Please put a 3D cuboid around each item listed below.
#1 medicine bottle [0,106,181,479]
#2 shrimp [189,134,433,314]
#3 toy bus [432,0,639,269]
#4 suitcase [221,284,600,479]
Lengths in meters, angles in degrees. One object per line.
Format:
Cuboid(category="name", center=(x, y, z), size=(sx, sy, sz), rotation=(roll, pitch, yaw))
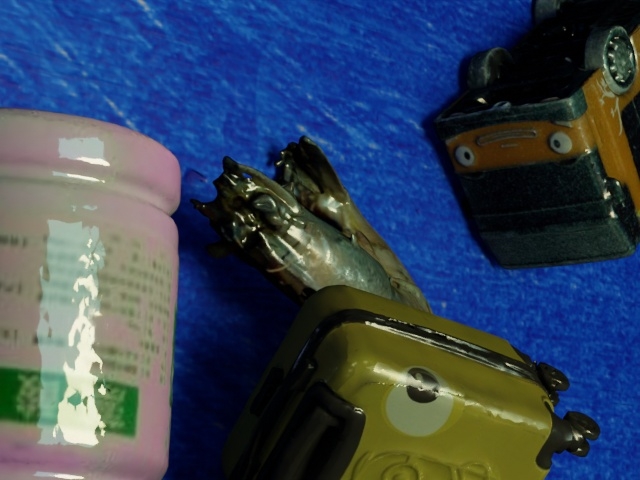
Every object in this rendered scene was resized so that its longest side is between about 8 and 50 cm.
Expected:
Cuboid(category="medicine bottle", center=(-0.197, 0.098, 1.227), size=(0.212, 0.212, 0.325), rotation=(17, 72, -46))
Cuboid(category="shrimp", center=(0.007, -0.005, 1.559), size=(0.289, 0.075, 0.178), rotation=(35, 26, -31))
Cuboid(category="toy bus", center=(0.257, -0.121, 1.827), size=(0.323, 0.162, 0.194), rotation=(-44, 119, -45))
Cuboid(category="suitcase", center=(0.054, 0.147, 1.459), size=(0.235, 0.194, 0.143), rotation=(20, 23, -25))
